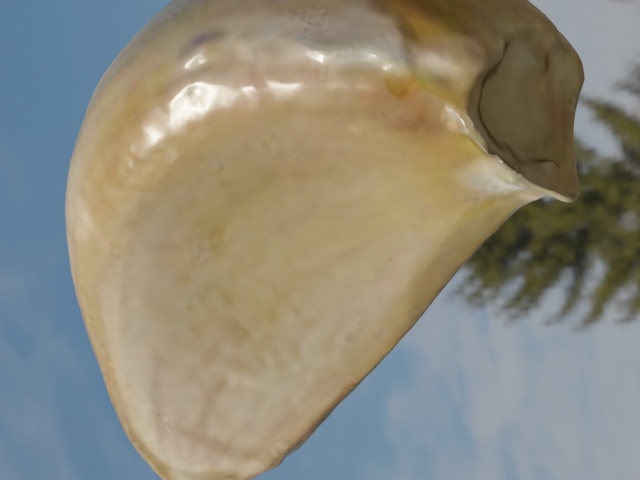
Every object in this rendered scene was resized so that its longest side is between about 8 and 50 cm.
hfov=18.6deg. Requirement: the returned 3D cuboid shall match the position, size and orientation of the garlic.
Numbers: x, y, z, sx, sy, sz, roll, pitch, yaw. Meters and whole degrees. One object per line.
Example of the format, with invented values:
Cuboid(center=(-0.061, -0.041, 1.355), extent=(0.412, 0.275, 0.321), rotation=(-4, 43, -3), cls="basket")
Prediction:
Cuboid(center=(-0.010, -0.006, 0.713), extent=(0.145, 0.245, 0.164), rotation=(-11, -128, -46), cls="garlic")
